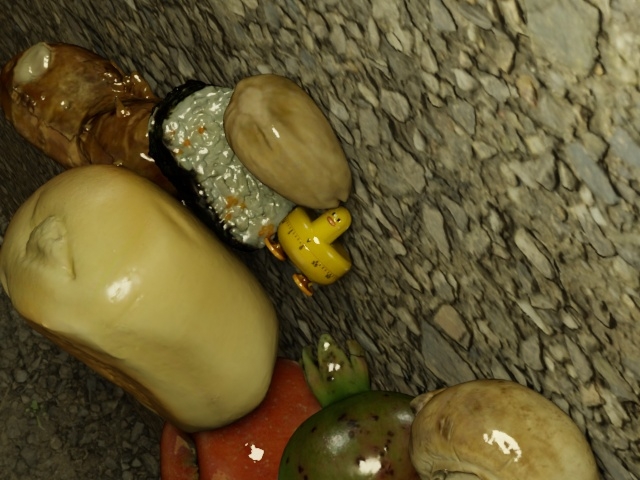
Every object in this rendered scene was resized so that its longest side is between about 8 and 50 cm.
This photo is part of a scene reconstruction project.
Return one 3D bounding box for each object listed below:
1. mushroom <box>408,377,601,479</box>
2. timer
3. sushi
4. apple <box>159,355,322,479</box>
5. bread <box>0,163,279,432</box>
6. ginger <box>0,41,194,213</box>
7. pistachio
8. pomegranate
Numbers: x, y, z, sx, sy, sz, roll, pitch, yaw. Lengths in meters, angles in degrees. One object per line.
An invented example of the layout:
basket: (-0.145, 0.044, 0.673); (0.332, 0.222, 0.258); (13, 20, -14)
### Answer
mushroom: (0.194, 0.260, 1.288); (0.255, 0.184, 0.255); (38, 164, 13)
timer: (0.000, 0.000, 1.470); (0.107, 0.109, 0.107); (49, -172, -10)
sushi: (-0.127, -0.094, 1.514); (0.225, 0.136, 0.126); (61, 167, -26)
apple: (-0.091, 0.344, 1.815); (0.348, 0.277, 0.348); (-7, 82, 59)
bread: (-0.241, 0.073, 1.607); (0.376, 0.253, 0.348); (41, 166, -35)
ginger: (-0.315, -0.175, 1.739); (0.418, 0.176, 0.254); (40, 158, 15)
pistachio: (-0.036, -0.108, 1.343); (0.185, 0.108, 0.126); (51, -177, -7)
pomegranate: (0.039, 0.283, 1.565); (0.306, 0.242, 0.242); (42, 155, 32)
